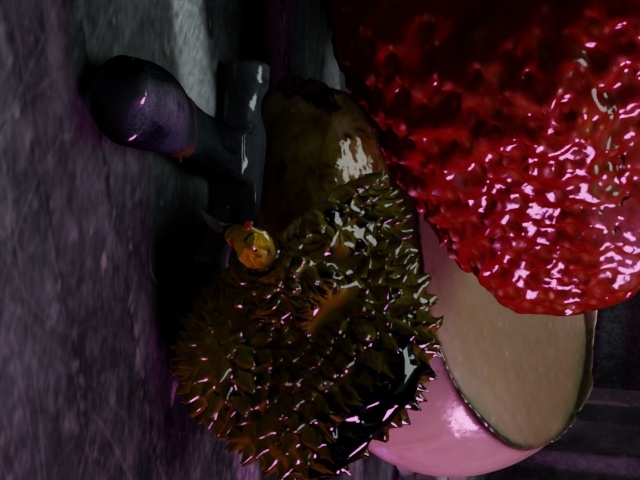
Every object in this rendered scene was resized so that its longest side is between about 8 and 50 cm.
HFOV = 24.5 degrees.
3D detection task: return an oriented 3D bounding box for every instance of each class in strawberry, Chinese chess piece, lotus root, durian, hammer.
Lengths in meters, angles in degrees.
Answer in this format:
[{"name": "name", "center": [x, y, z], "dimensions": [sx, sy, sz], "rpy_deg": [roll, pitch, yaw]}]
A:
[{"name": "strawberry", "center": [0.161, -0.101, 1.084], "dimensions": [0.267, 0.312, 0.351], "rpy_deg": [-27, 118, -37]}, {"name": "Chinese chess piece", "center": [0.117, 0.041, 1.317], "dimensions": [0.338, 0.140, 0.338], "rpy_deg": [22, 62, -49]}, {"name": "lotus root", "center": [0.000, 0.000, 1.073], "dimensions": [0.097, 0.110, 0.258], "rpy_deg": [-85, 170, -52]}, {"name": "durian", "center": [0.003, 0.060, 0.911], "dimensions": [0.193, 0.138, 0.237], "rpy_deg": [-41, 157, 0]}, {"name": "hammer", "center": [-0.076, -0.057, 0.856], "dimensions": [0.290, 0.037, 0.137], "rpy_deg": [13, 79, -80]}]

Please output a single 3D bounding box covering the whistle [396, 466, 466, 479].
[{"name": "whistle", "center": [0.153, 0.287, 2.017], "dimensions": [0.092, 0.110, 0.244], "rpy_deg": [44, 42, -33]}]
